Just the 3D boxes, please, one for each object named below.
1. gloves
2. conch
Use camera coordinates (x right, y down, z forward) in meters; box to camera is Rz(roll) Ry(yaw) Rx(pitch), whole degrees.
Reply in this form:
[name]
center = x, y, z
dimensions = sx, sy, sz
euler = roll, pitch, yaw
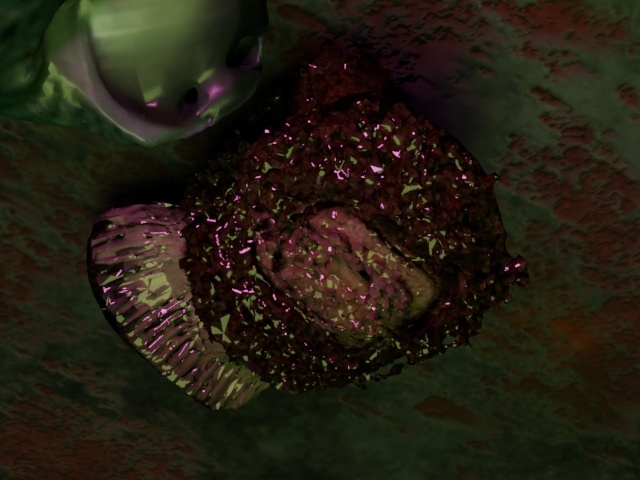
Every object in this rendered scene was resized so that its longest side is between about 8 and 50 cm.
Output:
[gloves]
center = -0.005, 0.001, 1.040
dimensions = 0.312, 0.135, 0.210
euler = -15, 111, 39
[conch]
center = -0.147, -0.149, 0.925
dimensions = 0.196, 0.134, 0.202
euler = -31, 127, -15
